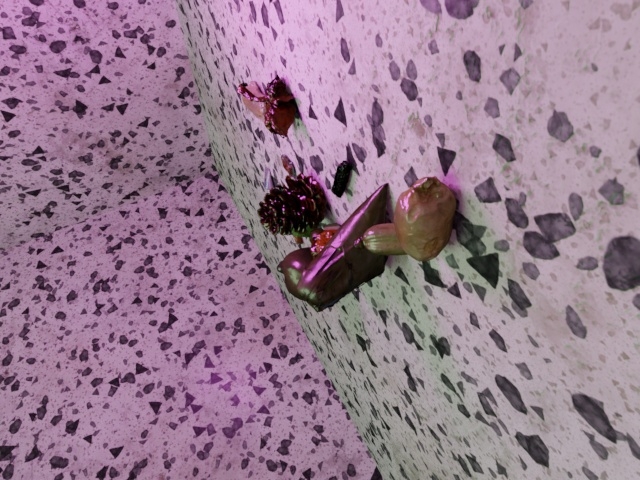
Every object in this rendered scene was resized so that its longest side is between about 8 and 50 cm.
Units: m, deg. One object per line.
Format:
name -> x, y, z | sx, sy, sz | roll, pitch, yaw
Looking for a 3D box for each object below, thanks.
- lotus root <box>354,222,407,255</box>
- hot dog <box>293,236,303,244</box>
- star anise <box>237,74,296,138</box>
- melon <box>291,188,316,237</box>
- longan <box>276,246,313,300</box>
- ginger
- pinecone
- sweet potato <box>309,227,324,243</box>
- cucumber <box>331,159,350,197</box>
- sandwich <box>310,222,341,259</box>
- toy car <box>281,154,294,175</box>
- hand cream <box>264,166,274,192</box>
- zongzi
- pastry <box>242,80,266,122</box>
lotus root -> 0.184, -0.003, 1.166 | 0.077, 0.183, 0.090 | -36, -61, -64
hot dog -> -0.122, -0.015, 2.290 | 0.058, 0.035, 0.083 | 18, 131, 63
star anise -> -0.196, -0.518, 1.620 | 0.346, 0.148, 0.237 | 44, 152, 23
melon -> -0.128, -0.140, 1.982 | 0.265, 0.129, 0.169 | 56, 158, 32
longan -> -0.051, 0.148, 1.897 | 0.300, 0.243, 0.300 | 20, 152, 11
ginger -> 0.234, -0.041, 0.983 | 0.267, 0.138, 0.152 | 90, 156, -65
pinecone -> -0.119, -0.133, 1.696 | 0.246, 0.292, 0.246 | 30, 135, 36
sweet potato -> 0.000, 0.000, 1.785 | 0.075, 0.075, 0.273 | 62, -178, 13
cucumber -> 0.069, -0.205, 1.414 | 0.053, 0.053, 0.181 | 59, 160, 20
sandwich -> 0.074, 0.045, 1.553 | 0.301, 0.162, 0.250 | 4, -107, -75
toy car -> -0.153, -0.344, 1.928 | 0.122, 0.035, 0.059 | 50, 161, 38
hand cream -> -0.290, -0.332, 2.356 | 0.084, 0.053, 0.142 | -145, 45, -61
zongzi -> 0.074, 0.024, 1.254 | 0.160, 0.323, 0.360 | 40, 147, 25
pastry -> -0.270, -0.602, 1.852 | 0.258, 0.089, 0.121 | 49, 145, 36
